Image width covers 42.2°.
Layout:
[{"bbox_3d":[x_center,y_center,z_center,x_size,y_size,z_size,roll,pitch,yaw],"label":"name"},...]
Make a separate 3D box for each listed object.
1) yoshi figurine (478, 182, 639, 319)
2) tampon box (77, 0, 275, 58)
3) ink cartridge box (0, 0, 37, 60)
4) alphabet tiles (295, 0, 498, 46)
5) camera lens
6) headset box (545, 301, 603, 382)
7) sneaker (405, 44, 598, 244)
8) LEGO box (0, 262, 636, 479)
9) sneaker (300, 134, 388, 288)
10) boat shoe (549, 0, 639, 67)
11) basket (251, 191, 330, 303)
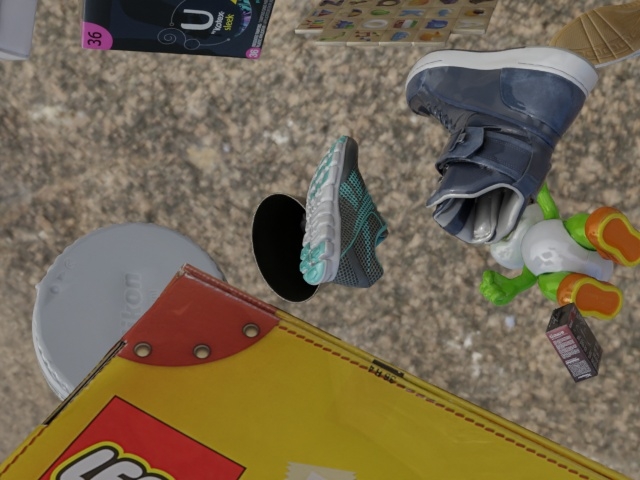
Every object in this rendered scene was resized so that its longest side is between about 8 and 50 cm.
[{"bbox_3d":[0.322,-0.010,1.310,0.362,0.203,0.203,-144,34,-67],"label":"yoshi figurine"},{"bbox_3d":[-0.126,-0.238,0.718,0.161,0.101,0.120,-2,148,-19],"label":"tampon box"},{"bbox_3d":[-0.358,-0.245,0.660,0.232,0.168,0.171,7,90,33],"label":"ink cartridge box"},{"bbox_3d":[0.140,-0.410,1.507,0.342,0.285,0.011,4,125,18],"label":"alphabet tiles"},{"bbox_3d":[-0.209,0.116,0.968,0.219,0.219,0.274,30,159,2],"label":"camera lens"},{"bbox_3d":[0.308,0.120,1.011,0.032,0.062,0.083,-30,99,32],"label":"headset box"},{"bbox_3d":[0.123,-0.085,0.743,0.086,0.163,0.226,28,173,-27],"label":"sneaker"},{"bbox_3d":[0.052,0.276,0.286,0.500,0.372,0.193,24,137,17],"label":"LEGO box"},{"bbox_3d":[0.028,-0.023,0.770,0.076,0.166,0.065,19,145,-18],"label":"sneaker"},{"bbox_3d":[0.508,-0.342,1.380,0.096,0.277,0.098,75,172,-76],"label":"boat shoe"},{"bbox_3d":[0.000,0.000,1.580,0.154,0.227,0.204,-17,88,34],"label":"basket"}]
